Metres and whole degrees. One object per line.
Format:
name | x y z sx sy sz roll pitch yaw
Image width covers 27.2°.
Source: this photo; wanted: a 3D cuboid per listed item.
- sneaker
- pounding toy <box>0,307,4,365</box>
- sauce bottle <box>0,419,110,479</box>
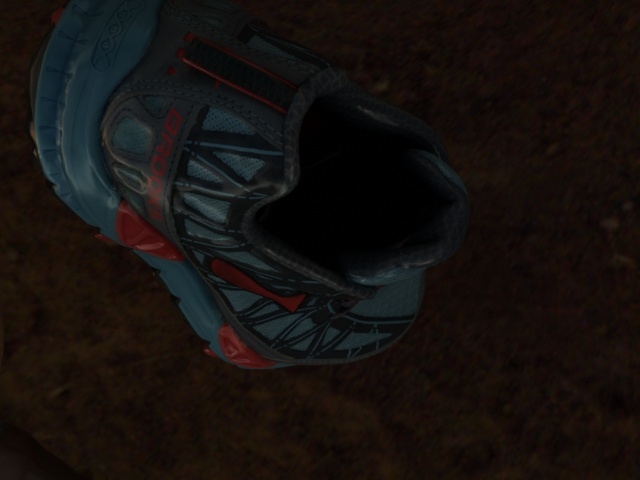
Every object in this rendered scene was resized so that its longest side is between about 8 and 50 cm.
sneaker | 0.000 0.000 0.506 0.125 0.262 0.104 16 78 29
pounding toy | -0.250 -0.017 0.558 0.270 0.155 0.154 16 93 -29
sauce bottle | 0.000 0.192 0.412 0.344 0.111 0.111 41 118 -18
